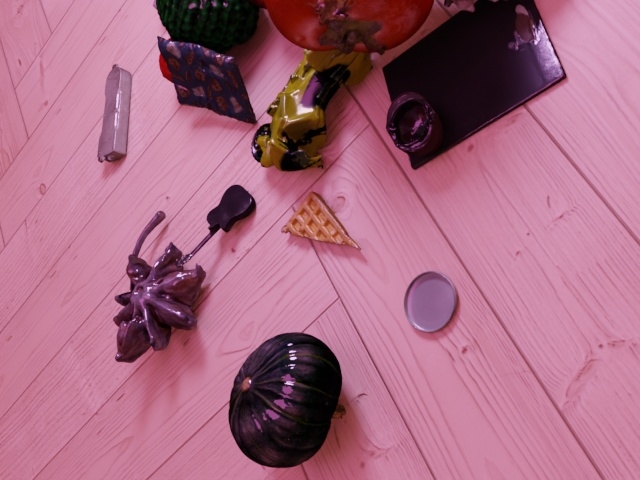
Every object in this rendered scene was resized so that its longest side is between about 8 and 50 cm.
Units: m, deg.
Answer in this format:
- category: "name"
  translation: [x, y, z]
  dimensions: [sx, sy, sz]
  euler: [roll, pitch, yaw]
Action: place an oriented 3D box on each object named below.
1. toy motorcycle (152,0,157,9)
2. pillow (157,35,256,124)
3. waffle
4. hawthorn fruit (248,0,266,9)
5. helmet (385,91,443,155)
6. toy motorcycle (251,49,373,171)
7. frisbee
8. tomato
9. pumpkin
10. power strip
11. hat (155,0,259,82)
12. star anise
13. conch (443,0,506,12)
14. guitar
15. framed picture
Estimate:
- category: "toy motorcycle"
  translation: [-0.369, -0.717, 2.066]
  dimensions: [0.112, 0.112, 0.254]
  euler: [38, 104, 41]
- category: "pillow"
  translation: [-0.260, -0.364, 1.794]
  dimensions: [0.255, 0.189, 0.034]
  euler: [23, 55, 32]
- category: "waffle"
  translation: [0.000, 0.000, 1.578]
  dimensions: [0.125, 0.032, 0.191]
  euler: [-49, 50, 19]
- category: "hawthorn fruit"
  translation: [-0.060, -0.627, 1.629]
  dimensions: [0.316, 0.316, 0.316]
  euler: [-12, 71, 39]
- category: "helmet"
  translation: [0.177, -0.204, 1.432]
  dimensions: [0.098, 0.070, 0.123]
  euler: [-33, 51, 25]
- category: "toy motorcycle"
  translation: [-0.026, -0.272, 1.600]
  dimensions: [0.342, 0.142, 0.206]
  euler: [-55, 51, 19]
- category: "frisbee"
  translation: [0.194, 0.108, 1.389]
  dimensions: [0.110, 0.014, 0.110]
  euler: [-11, 73, 39]
- category: "tomato"
  translation: [0.047, -0.489, 1.389]
  dimensions: [0.321, 0.321, 0.321]
  euler: [-12, 71, 39]
- category: "pumpkin"
  translation: [-0.051, 0.291, 1.439]
  dimensions: [0.250, 0.216, 0.250]
  euler: [-166, 90, -77]
- category: "power strip"
  translation: [-0.565, -0.350, 2.166]
  dimensions: [0.080, 0.048, 0.286]
  euler: [-11, 72, 37]
- category: "hat"
  translation: [-0.281, -0.507, 1.870]
  dimensions: [0.274, 0.242, 0.332]
  euler: [-95, 22, -48]
- category: "star anise"
  translation: [-0.367, 0.126, 1.828]
  dimensions: [0.316, 0.139, 0.359]
  euler: [21, 78, 35]
- category: "conch"
  translation: [0.270, -0.536, 1.401]
  dimensions: [0.313, 0.186, 0.240]
  euler: [51, 130, 25]
- category: "guitar"
  translation: [-0.241, -0.027, 1.760]
  dimensions: [0.233, 0.025, 0.088]
  euler: [-46, 51, -1]
- category: "framed picture"
  translation: [0.264, -0.307, 1.437]
  dimensions: [0.324, 0.013, 0.244]
  euler: [-30, 61, 32]
